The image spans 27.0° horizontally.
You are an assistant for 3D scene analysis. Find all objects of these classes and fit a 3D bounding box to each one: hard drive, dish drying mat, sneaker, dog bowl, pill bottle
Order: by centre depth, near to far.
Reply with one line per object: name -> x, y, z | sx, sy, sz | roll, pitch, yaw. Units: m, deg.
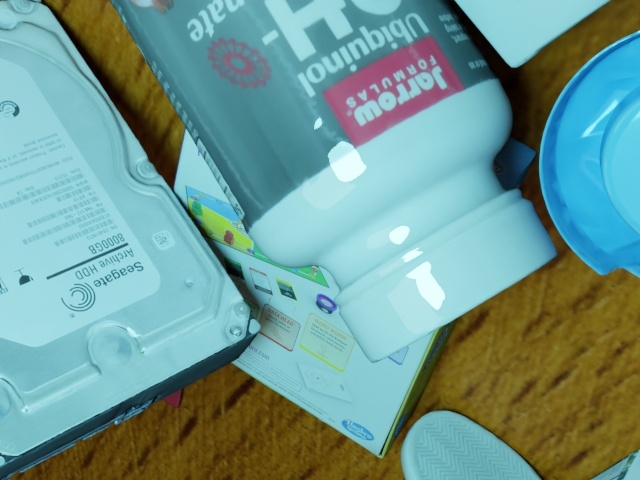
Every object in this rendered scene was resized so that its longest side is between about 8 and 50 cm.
dog bowl -> 0.265, -0.007, 0.778 | 0.297, 0.074, 0.166 | 42, 117, -1
pill bottle -> 0.004, -0.094, 0.803 | 0.176, 0.176, 0.318 | -36, 83, 48
hard drive -> -0.229, -0.014, 0.989 | 0.339, 0.237, 0.064 | 56, 146, 13
sneaker -> 0.151, 0.285, 1.121 | 0.292, 0.108, 0.169 | 49, 148, 7
dish drying mat -> -0.144, 0.129, 1.287 | 0.032, 0.008, 0.083 | 30, 138, 14

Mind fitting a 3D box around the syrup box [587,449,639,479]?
syrup box -> 0.198, 0.274, 0.975 | 0.096, 0.237, 0.093 | 42, 138, 0

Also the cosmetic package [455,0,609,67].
cosmetic package -> 0.090, -0.311, 0.668 | 0.377, 0.097, 0.284 | 49, 140, -8

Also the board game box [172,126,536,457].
board game box -> 0.000, 0.000, 1.024 | 0.242, 0.064, 0.316 | 32, 138, 12
